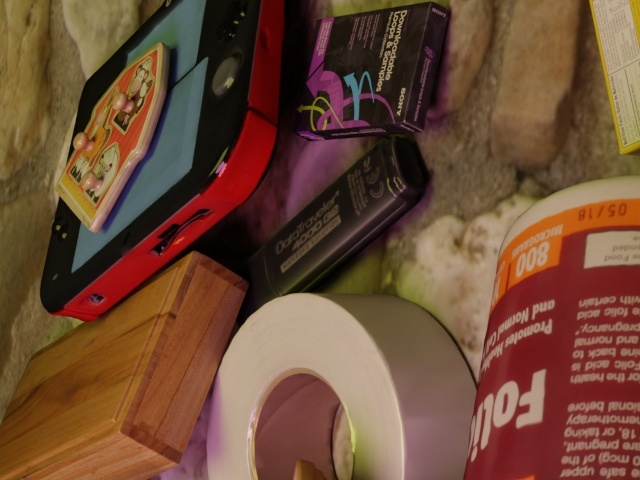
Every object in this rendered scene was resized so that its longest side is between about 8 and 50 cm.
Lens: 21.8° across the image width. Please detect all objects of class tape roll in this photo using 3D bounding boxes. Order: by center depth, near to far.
[{"bbox_3d":[0.018,0.188,1.483,0.286,0.100,0.286,-5,83,50],"label":"tape roll"}]

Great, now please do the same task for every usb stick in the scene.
[{"bbox_3d":[0.000,0.000,1.561,0.278,0.045,0.077,-42,48,41],"label":"usb stick"}]

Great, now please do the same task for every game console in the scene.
[{"bbox_3d":[-0.161,-0.122,1.677,0.386,0.060,0.342,-35,43,43],"label":"game console"}]

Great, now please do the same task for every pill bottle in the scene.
[{"bbox_3d":[0.199,0.174,1.052,0.224,0.224,0.392,-31,37,45],"label":"pill bottle"}]

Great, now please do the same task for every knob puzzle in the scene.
[{"bbox_3d":[-0.212,-0.118,1.684,0.213,0.030,0.213,-43,32,36],"label":"knob puzzle"}]

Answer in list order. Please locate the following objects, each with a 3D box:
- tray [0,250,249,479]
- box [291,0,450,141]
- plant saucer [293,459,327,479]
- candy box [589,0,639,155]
[{"bbox_3d":[-0.231,0.166,1.700,0.411,0.076,0.203,-32,32,54],"label":"tray"},{"bbox_3d":[0.044,-0.152,1.509,0.162,0.029,0.116,0,73,49],"label":"box"},{"bbox_3d":[-0.013,0.279,1.340,0.200,0.037,0.200,-173,90,-89],"label":"plant saucer"},{"bbox_3d":[0.256,-0.178,1.273,0.105,0.027,0.206,-26,68,50],"label":"candy box"}]
